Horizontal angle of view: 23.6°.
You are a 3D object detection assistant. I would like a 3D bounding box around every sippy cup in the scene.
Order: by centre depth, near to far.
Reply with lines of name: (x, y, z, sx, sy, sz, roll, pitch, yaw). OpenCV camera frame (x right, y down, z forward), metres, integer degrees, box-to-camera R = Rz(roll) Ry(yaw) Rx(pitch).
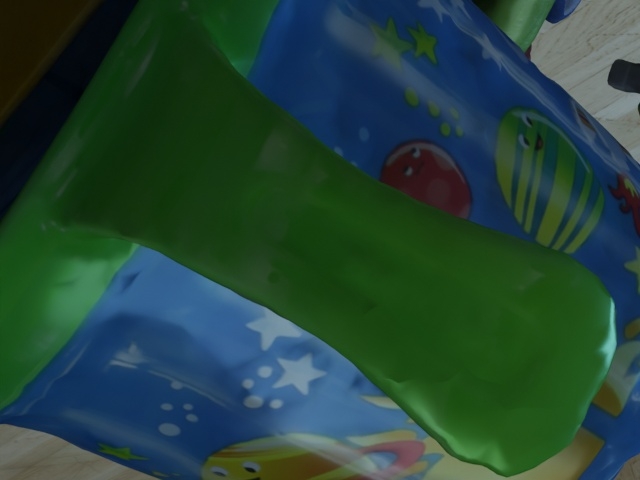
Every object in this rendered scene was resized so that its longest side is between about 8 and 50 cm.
sippy cup: (0.000, 0.000, 0.540, 0.224, 0.305, 0.240, 31, 125, -16)

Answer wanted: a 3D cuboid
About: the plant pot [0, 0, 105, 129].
plant pot: (-0.213, -0.121, 0.481, 0.212, 0.187, 0.212, -2, 159, -35)

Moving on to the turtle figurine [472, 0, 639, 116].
turtle figurine: (0.074, -0.107, 0.636, 0.197, 0.275, 0.266, 7, 148, -36)

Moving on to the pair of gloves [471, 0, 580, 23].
pair of gloves: (0.089, -0.155, 0.923, 0.198, 0.023, 0.159, -6, 159, -32)
